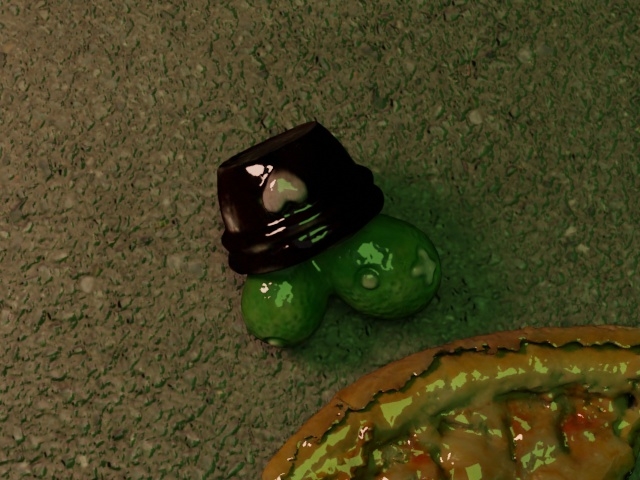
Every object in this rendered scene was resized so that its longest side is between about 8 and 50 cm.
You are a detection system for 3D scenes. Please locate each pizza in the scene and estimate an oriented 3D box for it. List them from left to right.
[{"bbox_3d":[0.139,0.254,1.734,0.392,0.080,0.434,15,71,0],"label":"pizza"}]

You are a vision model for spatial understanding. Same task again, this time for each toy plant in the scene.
[{"bbox_3d":[0.000,0.000,1.765,0.218,0.175,0.235,-25,104,-4],"label":"toy plant"}]
